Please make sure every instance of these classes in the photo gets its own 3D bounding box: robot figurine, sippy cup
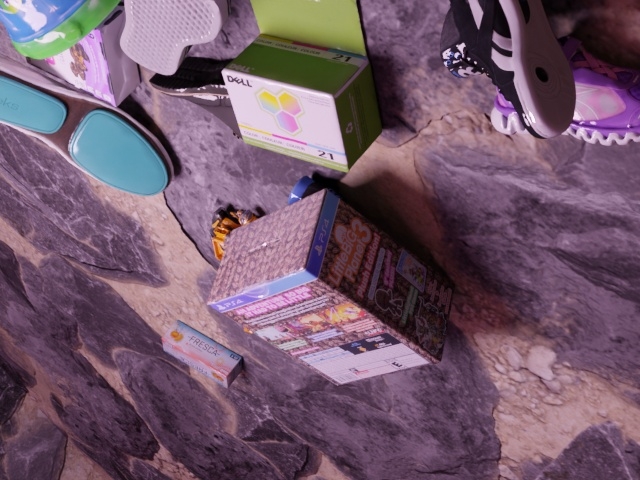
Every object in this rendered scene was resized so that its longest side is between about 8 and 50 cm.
[{"bbox_3d":[-0.105,0.065,1.762,0.211,0.085,0.291,16,142,31],"label":"robot figurine"},{"bbox_3d":[-0.386,-0.396,1.273,0.305,0.240,0.224,-35,130,16],"label":"sippy cup"}]

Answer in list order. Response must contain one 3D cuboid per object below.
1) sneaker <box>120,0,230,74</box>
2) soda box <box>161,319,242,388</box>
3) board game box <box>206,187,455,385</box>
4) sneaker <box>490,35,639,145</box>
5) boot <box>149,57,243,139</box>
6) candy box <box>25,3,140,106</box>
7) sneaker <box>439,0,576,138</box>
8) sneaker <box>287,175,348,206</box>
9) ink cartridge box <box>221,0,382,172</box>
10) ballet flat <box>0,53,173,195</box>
[{"bbox_3d":[-0.180,-0.319,1.257,0.126,0.128,0.321,31,166,-17],"label":"sneaker"},{"bbox_3d":[-0.265,0.254,2.189,0.183,0.063,0.058,28,147,18],"label":"soda box"},{"bbox_3d":[0.020,0.083,1.502,0.291,0.141,0.232,36,143,-29],"label":"board game box"},{"bbox_3d":[0.284,-0.171,1.066,0.236,0.095,0.105,9,131,40],"label":"sneaker"},{"bbox_3d":[-0.161,-0.203,1.496,0.197,0.077,0.137,13,146,37],"label":"boot"},{"bbox_3d":[-0.395,-0.328,1.570,0.196,0.070,0.165,27,147,19],"label":"candy box"},{"bbox_3d":[0.193,-0.184,1.047,0.079,0.217,0.121,8,152,-34],"label":"sneaker"},{"bbox_3d":[0.000,0.000,1.578,0.090,0.081,0.232,30,148,23],"label":"sneaker"},{"bbox_3d":[-0.036,-0.235,1.300,0.188,0.097,0.255,18,144,30],"label":"ink cartridge box"},{"bbox_3d":[-0.426,-0.213,1.675,0.400,0.139,0.139,27,156,-28],"label":"ballet flat"}]
